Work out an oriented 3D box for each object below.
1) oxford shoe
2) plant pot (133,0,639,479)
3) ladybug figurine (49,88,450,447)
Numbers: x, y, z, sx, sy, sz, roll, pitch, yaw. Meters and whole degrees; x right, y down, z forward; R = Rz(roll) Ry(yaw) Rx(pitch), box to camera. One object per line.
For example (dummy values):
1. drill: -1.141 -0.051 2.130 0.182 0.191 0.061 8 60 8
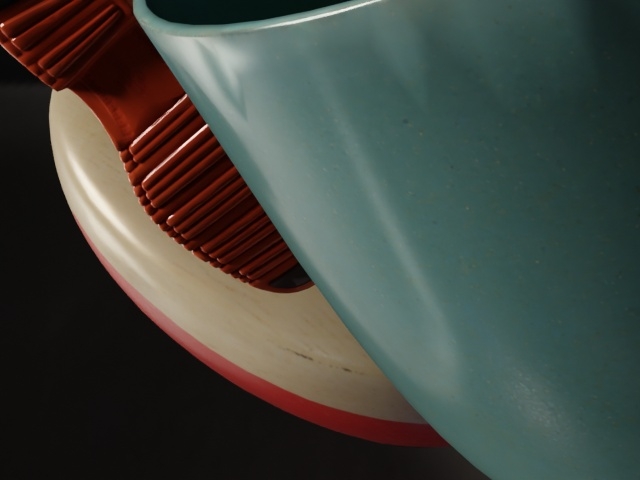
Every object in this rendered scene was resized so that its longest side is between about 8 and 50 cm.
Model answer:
1. oxford shoe: -0.080 -0.086 1.019 0.097 0.271 0.098 -33 19 20
2. plant pot: 0.122 -0.038 0.571 0.293 0.235 0.293 -23 21 9
3. ladybug figurine: 0.000 0.000 1.239 0.449 0.162 0.305 36 47 26
